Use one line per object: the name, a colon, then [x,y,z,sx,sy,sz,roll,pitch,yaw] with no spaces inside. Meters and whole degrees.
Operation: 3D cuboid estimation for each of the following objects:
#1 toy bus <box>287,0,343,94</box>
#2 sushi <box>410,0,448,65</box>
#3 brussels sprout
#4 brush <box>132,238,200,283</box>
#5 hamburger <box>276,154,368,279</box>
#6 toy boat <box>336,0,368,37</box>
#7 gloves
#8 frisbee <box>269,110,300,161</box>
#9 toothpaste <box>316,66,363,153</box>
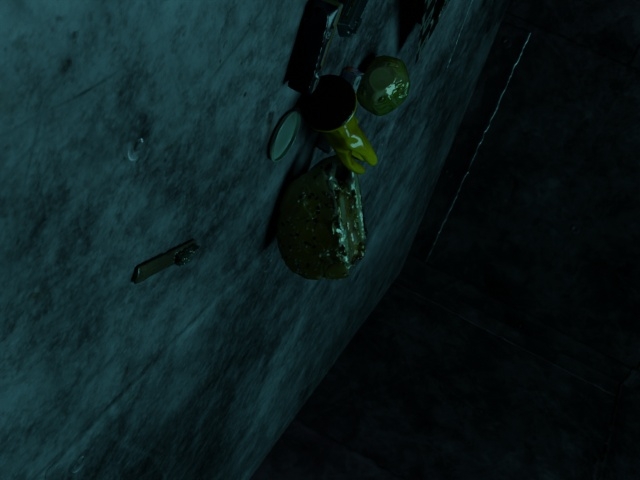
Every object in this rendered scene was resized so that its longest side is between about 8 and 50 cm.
toy bus: [-0.009,-0.354,1.531,0.072,0.057,0.172,-59,170,-59]
sushi: [0.297,-0.665,2.096,0.359,0.064,0.343,-61,171,-12]
brussels sprout: [0.153,-0.369,2.005,0.155,0.117,0.155,-59,177,-5]
brush: [-0.253,0.037,1.423,0.190,0.027,0.034,-32,145,-65]
hamburger: [-0.005,-0.045,1.913,0.168,0.192,0.288,-51,131,-64]
toy boat: [0.066,-0.460,1.612,0.055,0.060,0.141,70,42,-73]
gloves: [0.057,-0.237,1.782,0.294,0.116,0.133,39,54,-67]
frisbee: [-0.072,-0.207,1.673,0.110,0.014,0.110,-56,165,-24]
toothpaste: [0.042,-0.292,1.897,0.047,0.040,0.196,-33,147,-58]
